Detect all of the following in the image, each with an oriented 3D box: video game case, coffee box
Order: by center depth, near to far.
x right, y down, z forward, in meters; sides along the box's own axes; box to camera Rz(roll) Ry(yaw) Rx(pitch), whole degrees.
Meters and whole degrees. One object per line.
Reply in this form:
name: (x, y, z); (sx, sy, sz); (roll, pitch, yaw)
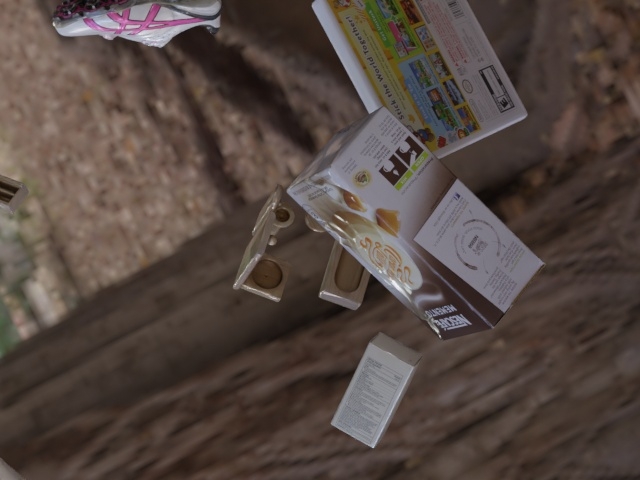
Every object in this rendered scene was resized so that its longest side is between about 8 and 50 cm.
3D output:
coffee box: (0.101, -0.014, 1.921); (0.246, 0.098, 0.141); (43, 160, -9)
video game case: (0.119, -0.211, 2.100); (0.026, 0.206, 0.227); (-32, 85, 53)

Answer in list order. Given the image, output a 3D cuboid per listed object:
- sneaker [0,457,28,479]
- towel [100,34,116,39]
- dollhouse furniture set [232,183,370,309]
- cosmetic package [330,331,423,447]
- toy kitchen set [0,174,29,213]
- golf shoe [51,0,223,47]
sneaker: (-0.219, 0.258, 1.552); (0.212, 0.094, 0.080); (54, 165, -2)
towel: (-0.195, -0.447, 2.085); (0.317, 0.332, 0.053); (59, 170, -33)
dollhouse furniture set: (0.000, 0.000, 2.113); (0.151, 0.144, 0.123); (21, 156, -7)
cosmetic package: (0.063, 0.168, 2.008); (0.060, 0.115, 0.041); (30, -157, 9)
toy kitchen set: (-0.364, -0.089, 1.978); (0.075, 0.068, 0.083); (20, 153, 26)
golf shoe: (-0.198, -0.242, 1.952); (0.067, 0.186, 0.086); (-100, -1, -58)
